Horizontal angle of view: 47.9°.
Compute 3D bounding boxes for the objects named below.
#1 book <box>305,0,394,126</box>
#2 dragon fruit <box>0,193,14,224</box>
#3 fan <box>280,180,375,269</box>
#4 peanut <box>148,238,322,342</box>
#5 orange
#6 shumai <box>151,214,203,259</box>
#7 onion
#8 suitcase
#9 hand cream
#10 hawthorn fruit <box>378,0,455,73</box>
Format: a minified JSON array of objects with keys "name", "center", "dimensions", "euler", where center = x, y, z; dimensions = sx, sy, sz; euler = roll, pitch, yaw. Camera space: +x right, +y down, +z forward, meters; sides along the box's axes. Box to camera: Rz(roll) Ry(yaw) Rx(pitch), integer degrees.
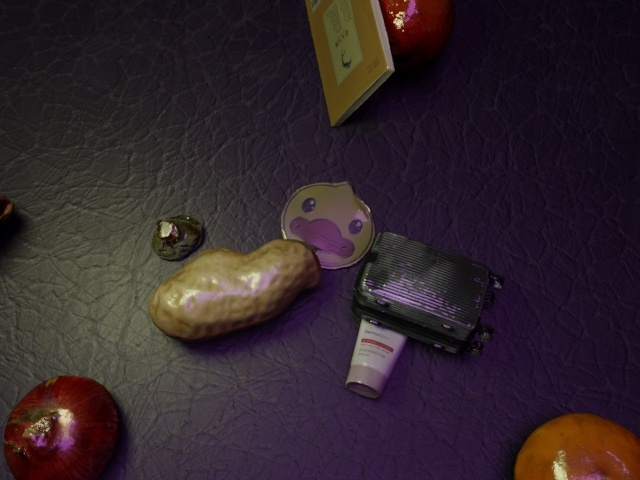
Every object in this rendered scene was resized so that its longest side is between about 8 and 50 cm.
[{"name":"book","center":[0.059,-0.506,1.737],"dimensions":[0.032,0.269,0.389],"euler":[-1,71,-30]},{"name":"dragon fruit","center":[-0.850,-0.046,1.555],"dimensions":[0.305,0.305,0.226],"euler":[25,89,7]},{"name":"fan","center":[0.000,0.000,1.694],"dimensions":[0.229,0.011,0.335],"euler":[24,73,7]},{"name":"peanut","center":[-0.185,0.102,1.577],"dimensions":[0.386,0.169,0.192],"euler":[-16,67,-8]},{"name":"orange","center":[0.532,0.490,1.441],"dimensions":[0.283,0.226,0.284],"euler":[-1,67,2]},{"name":"shumai","center":[-0.334,-0.018,1.653],"dimensions":[0.123,0.087,0.099],"euler":[-38,76,-14]},{"name":"onion","center":[-0.532,0.400,1.484],"dimensions":[0.247,0.161,0.248],"euler":[5,73,-19]},{"name":"suitcase","center":[0.233,0.113,1.581],"dimensions":[0.312,0.128,0.202],"euler":[20,52,6]},{"name":"hand cream","center":[0.137,0.223,1.599],"dimensions":[0.133,0.083,0.248],"euler":[19,63,3]},{"name":"hawthorn fruit","center":[0.188,-0.516,1.743],"dimensions":[0.254,0.254,0.300],"euler":[24,76,6]}]
